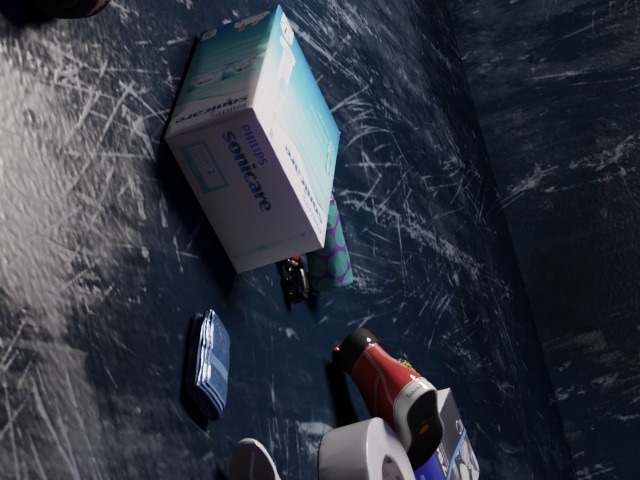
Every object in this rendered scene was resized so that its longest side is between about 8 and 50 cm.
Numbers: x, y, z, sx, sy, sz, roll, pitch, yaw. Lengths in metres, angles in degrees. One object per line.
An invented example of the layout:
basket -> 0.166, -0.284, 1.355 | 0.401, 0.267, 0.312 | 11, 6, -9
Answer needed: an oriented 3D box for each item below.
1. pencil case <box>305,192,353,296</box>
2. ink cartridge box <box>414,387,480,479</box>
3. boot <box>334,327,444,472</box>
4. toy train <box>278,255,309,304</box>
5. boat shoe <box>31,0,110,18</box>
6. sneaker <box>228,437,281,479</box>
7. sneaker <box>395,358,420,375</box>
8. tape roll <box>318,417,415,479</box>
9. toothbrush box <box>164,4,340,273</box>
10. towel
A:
pencil case -> 0.000, 0.000, 2.011 | 0.064, 0.070, 0.152 | -47, 133, -48
ink cartridge box -> 0.188, 0.369, 2.281 | 0.333, 0.065, 0.165 | -46, 117, -70
boot -> 0.091, 0.232, 2.066 | 0.176, 0.088, 0.244 | 41, -26, 30
toy train -> -0.043, 0.010, 1.948 | 0.027, 0.036, 0.158 | 27, 47, -67
boat shoe -> -0.283, -0.387, 1.475 | 0.120, 0.122, 0.324 | -24, 104, -79
sneaker -> -0.065, 0.283, 1.585 | 0.061, 0.053, 0.152 | -91, 164, -68
sneaker -> 0.145, 0.216, 2.350 | 0.083, 0.031, 0.035 | 33, 42, -65
tape roll -> 0.073, 0.353, 1.906 | 0.219, 0.072, 0.219 | -18, 90, -74
toothbrush box -> -0.079, -0.135, 1.828 | 0.295, 0.126, 0.216 | -84, 152, -55
towel -> -0.122, 0.138, 1.575 | 0.119, 0.029, 0.067 | -90, 157, -47
